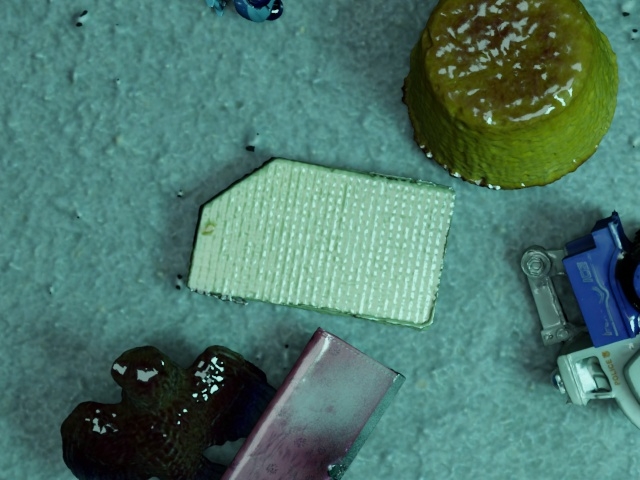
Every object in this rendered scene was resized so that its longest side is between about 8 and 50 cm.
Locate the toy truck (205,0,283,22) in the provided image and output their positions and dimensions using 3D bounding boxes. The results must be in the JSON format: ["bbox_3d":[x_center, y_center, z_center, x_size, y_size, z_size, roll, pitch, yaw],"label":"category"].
[{"bbox_3d":[-0.064,-0.286,1.128,0.074,0.063,0.136,16,85,15],"label":"toy truck"}]

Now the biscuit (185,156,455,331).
[{"bbox_3d":[0.000,0.000,1.129,0.252,0.052,0.150,9,86,-3],"label":"biscuit"}]

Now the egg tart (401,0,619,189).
[{"bbox_3d":[0.176,-0.162,1.076,0.215,0.171,0.215,-2,81,12],"label":"egg tart"}]

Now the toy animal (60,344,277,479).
[{"bbox_3d":[-0.143,0.171,1.065,0.218,0.179,0.116,-19,64,-6],"label":"toy animal"}]

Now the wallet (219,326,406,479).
[{"bbox_3d":[-0.021,0.206,1.117,0.119,0.025,0.232,34,89,-31],"label":"wallet"}]

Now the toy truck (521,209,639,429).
[{"bbox_3d":[0.297,0.082,1.099,0.176,0.161,0.213,-20,91,18],"label":"toy truck"}]
